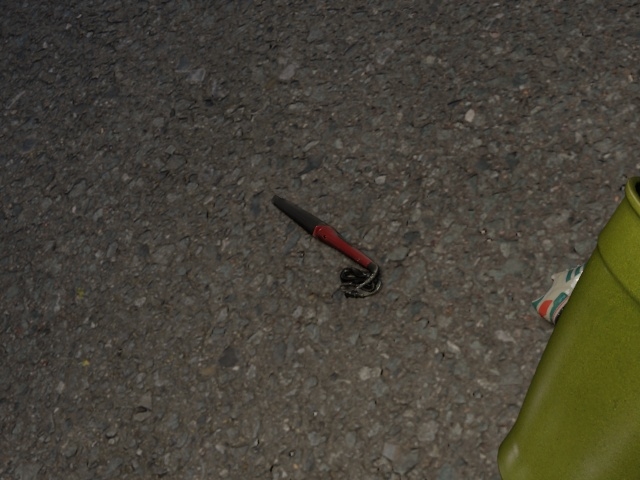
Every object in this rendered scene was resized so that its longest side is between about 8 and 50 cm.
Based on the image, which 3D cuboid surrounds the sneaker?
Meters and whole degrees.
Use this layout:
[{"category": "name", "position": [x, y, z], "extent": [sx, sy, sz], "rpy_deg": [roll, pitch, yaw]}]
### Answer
[{"category": "sneaker", "position": [0.356, 0.049, 1.421], "extent": [0.161, 0.057, 0.075], "rpy_deg": [-45, 36, -8]}]

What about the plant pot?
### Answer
[{"category": "plant pot", "position": [0.383, 0.178, 1.130], "extent": [0.353, 0.367, 0.366], "rpy_deg": [-57, 49, 21]}]

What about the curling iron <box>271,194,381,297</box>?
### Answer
[{"category": "curling iron", "position": [0.000, 0.000, 1.638], "extent": [0.068, 0.035, 0.274], "rpy_deg": [-42, 52, -4]}]
